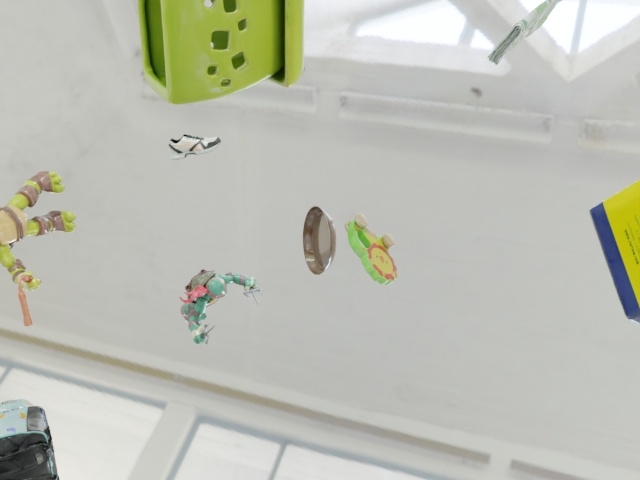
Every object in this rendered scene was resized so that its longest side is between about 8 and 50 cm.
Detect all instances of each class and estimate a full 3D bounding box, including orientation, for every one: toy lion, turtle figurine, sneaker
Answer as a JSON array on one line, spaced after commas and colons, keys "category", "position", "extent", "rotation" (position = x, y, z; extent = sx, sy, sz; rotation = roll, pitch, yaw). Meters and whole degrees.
[{"category": "toy lion", "position": [0.081, 0.020, 1.118], "extent": [0.100, 0.096, 0.034], "rotation": [35, -52, -27]}, {"category": "turtle figurine", "position": [-0.475, -0.014, 1.116], "extent": [0.087, 0.217, 0.269], "rotation": [-19, -77, 24]}, {"category": "turtle figurine", "position": [-0.208, 0.111, 1.416], "extent": [0.118, 0.175, 0.234], "rotation": [56, -21, -7]}, {"category": "sneaker", "position": [-0.253, -0.193, 1.439], "extent": [0.109, 0.040, 0.043], "rotation": [-14, -68, 2]}]

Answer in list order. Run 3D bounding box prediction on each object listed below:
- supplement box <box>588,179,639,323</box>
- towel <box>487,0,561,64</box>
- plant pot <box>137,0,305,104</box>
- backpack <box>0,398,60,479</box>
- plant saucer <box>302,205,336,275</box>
[{"category": "supplement box", "position": [0.595, -0.027, 0.985], "extent": [0.194, 0.195, 0.357], "rotation": [20, -40, -34]}, {"category": "towel", "position": [0.354, -0.362, 1.205], "extent": [0.023, 0.152, 0.113], "rotation": [49, -22, 4]}, {"category": "plant pot", "position": [-0.142, -0.326, 1.025], "extent": [0.207, 0.227, 0.228], "rotation": [-7, -67, -21]}, {"category": "backpack", "position": [-0.518, 0.347, 1.126], "extent": [0.144, 0.189, 0.165], "rotation": [39, -45, 53]}, {"category": "plant saucer", "position": [0.000, 0.000, 1.737], "extent": [0.029, 0.168, 0.168], "rotation": [-1, -31, -24]}]
